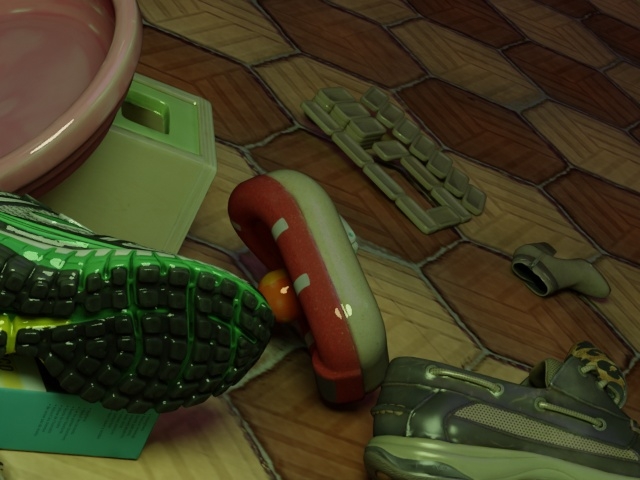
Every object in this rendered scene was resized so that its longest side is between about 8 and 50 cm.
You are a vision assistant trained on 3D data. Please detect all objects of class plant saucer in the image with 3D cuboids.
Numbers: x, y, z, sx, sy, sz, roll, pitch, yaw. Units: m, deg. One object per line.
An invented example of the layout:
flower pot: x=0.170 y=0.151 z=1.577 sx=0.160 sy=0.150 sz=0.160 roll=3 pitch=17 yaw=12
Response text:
plant saucer: x=-0.306 y=-0.130 z=1.401 sx=0.332 sy=0.332 sz=0.084 roll=54 pitch=-8 yaw=43

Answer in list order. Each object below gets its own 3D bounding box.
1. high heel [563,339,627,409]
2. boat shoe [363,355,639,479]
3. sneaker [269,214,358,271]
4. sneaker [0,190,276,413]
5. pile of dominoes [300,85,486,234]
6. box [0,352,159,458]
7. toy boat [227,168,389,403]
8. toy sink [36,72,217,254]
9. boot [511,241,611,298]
high heel: x=0.201 y=0.142 z=1.551 sx=0.186 sy=0.093 sz=0.261 roll=30 pitch=33 yaw=-8
boat shoe: x=0.213 y=0.163 z=1.386 sx=0.355 sy=0.130 sz=0.132 roll=8 pitch=-13 yaw=-19
sneaker: x=0.000 y=0.000 z=1.657 sx=0.094 sy=0.080 sz=0.212 roll=32 pitch=22 yaw=-19
sneaker: x=-0.193 y=0.024 z=1.195 sx=0.344 sy=0.134 sz=0.146 roll=17 pitch=27 yaw=-21
pile of dominoes: x=0.089 y=-0.097 z=1.991 sx=0.251 sy=0.040 sz=0.196 roll=47 pitch=30 yaw=19
box: x=-0.250 y=0.105 z=1.215 sx=0.244 sy=0.060 sz=0.100 roll=10 pitch=31 yaw=-33
toy boat: x=-0.038 y=0.050 z=1.459 sx=0.151 sy=0.151 sz=0.231 roll=-20 pitch=60 yaw=-6
toy sink: x=-0.229 y=-0.097 z=1.533 sx=0.234 sy=0.131 sz=0.153 roll=20 pitch=26 yaw=-16
boot: x=0.282 y=0.045 z=1.891 sx=0.118 sy=0.042 sz=0.087 roll=33 pitch=32 yaw=14
